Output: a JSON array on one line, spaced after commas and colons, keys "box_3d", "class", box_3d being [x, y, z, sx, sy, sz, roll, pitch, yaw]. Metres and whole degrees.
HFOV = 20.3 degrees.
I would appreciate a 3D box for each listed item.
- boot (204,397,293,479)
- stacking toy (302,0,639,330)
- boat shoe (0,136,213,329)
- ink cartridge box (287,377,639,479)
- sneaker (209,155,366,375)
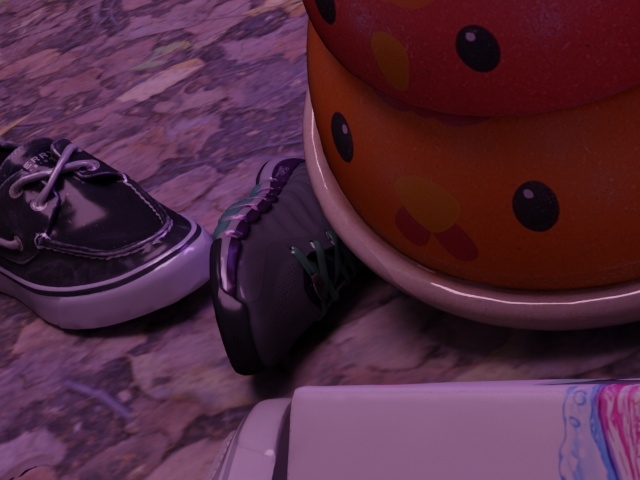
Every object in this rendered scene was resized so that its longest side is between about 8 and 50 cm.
[{"box_3d": [-0.075, 0.159, 0.763, 0.123, 0.095, 0.258, -6, 28, 14], "class": "boot"}, {"box_3d": [0.082, -0.213, 0.856, 0.350, 0.480, 0.351, -14, 50, 17], "class": "stacking toy"}, {"box_3d": [-0.179, -0.019, 1.223, 0.108, 0.102, 0.301, -34, 26, -25], "class": "boat shoe"}, {"box_3d": [0.153, 0.102, 0.560, 0.278, 0.117, 0.201, -4, -7, 36], "class": "ink cartridge box"}, {"box_3d": [0.000, 0.000, 1.061, 0.098, 0.083, 0.224, -10, 26, 15], "class": "sneaker"}]
